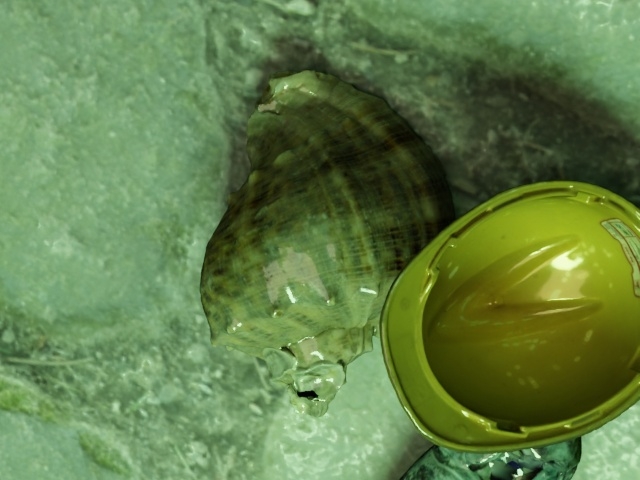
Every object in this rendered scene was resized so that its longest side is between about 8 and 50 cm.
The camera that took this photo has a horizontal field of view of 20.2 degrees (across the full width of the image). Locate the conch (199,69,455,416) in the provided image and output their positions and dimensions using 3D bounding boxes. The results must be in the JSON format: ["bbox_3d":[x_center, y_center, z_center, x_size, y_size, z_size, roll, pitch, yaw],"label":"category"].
[{"bbox_3d":[-0.006,0.007,1.506,0.210,0.159,0.291,-2,103,23],"label":"conch"}]

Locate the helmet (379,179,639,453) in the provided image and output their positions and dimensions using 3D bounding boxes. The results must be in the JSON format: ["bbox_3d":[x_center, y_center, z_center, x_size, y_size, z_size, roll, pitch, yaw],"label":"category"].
[{"bbox_3d":[0.153,0.058,1.457,0.257,0.140,0.205,-22,97,-12],"label":"helmet"}]

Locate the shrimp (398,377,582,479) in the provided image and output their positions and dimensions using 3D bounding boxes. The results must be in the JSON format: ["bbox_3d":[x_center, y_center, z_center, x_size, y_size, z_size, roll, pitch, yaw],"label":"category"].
[{"bbox_3d":[0.100,0.281,1.540,0.137,0.172,0.372,27,106,7],"label":"shrimp"}]
